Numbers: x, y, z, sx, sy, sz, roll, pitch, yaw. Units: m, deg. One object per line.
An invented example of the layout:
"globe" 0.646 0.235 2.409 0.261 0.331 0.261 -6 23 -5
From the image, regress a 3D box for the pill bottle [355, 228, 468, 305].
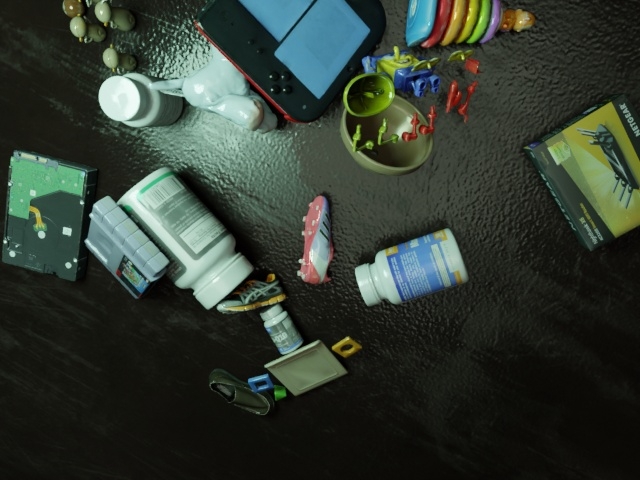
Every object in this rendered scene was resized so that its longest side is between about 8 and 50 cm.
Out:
"pill bottle" 0.236 0.080 1.353 0.272 0.152 0.152 -19 100 11

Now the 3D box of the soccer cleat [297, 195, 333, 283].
"soccer cleat" 0.000 0.000 1.411 0.095 0.083 0.248 5 100 -25

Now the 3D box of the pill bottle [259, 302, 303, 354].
"pill bottle" -0.114 0.251 1.474 0.078 0.078 0.137 -28 98 12

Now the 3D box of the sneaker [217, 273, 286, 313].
"sneaker" -0.195 0.150 1.418 0.084 0.215 0.083 -14 88 46

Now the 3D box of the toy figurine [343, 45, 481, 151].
"toy figurine" 0.172 -0.370 1.239 0.363 0.217 0.191 -20 132 -18

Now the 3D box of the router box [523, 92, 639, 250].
"router box" 0.699 -0.167 1.274 0.243 0.081 0.308 -32 97 13

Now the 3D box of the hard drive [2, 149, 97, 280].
"hard drive" -0.788 -0.072 1.489 0.237 0.064 0.338 14 105 4

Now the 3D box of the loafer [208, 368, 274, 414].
"loafer" -0.245 0.470 1.542 0.220 0.078 0.080 25 105 1

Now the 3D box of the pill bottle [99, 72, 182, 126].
"pill bottle" -0.452 -0.353 1.295 0.131 0.229 0.131 2 103 7

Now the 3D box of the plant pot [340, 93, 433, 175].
"plant pot" 0.152 -0.249 1.283 0.237 0.109 0.237 8 64 -15

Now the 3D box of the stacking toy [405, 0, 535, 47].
"stacking toy" 0.363 -0.530 1.212 0.302 0.175 0.165 4 99 -8

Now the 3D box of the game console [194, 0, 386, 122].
"game console" -0.045 -0.501 1.169 0.342 0.060 0.386 42 74 -27

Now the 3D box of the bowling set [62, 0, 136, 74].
"bowling set" -0.583 -0.574 1.298 0.200 0.154 0.286 4 103 6

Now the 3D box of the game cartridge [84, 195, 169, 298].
"game cartridge" -0.526 0.038 1.369 0.230 0.068 0.355 52 149 -3

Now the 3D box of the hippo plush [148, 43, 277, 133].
"hippo plush" -0.213 -0.420 1.256 0.294 0.234 0.236 22 101 -7

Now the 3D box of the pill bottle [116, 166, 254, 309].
"pill bottle" -0.362 -0.001 1.380 0.204 0.204 0.361 -40 95 14

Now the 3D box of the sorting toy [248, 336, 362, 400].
"sorting toy" -0.038 0.362 1.482 0.348 0.047 0.196 -27 130 12
